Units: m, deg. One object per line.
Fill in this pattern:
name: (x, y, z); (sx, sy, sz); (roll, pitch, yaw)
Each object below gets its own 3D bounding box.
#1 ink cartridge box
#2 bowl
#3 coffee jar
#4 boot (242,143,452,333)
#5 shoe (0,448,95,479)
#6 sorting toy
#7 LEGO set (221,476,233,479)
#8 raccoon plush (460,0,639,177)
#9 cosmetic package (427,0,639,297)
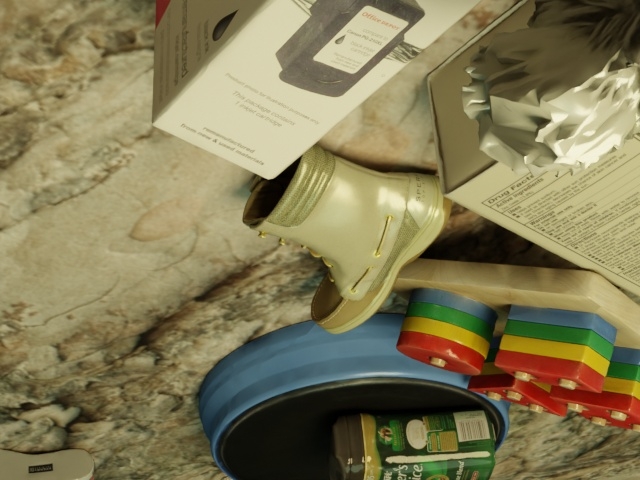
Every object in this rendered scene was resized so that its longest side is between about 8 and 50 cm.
ink cartridge box: (0.004, -0.177, 0.609); (0.100, 0.172, 0.237); (24, 135, -34)
bowl: (0.046, 0.223, 1.257); (0.391, 0.077, 0.391); (-3, 144, -2)
coffee jar: (0.100, 0.239, 1.152); (0.184, 0.079, 0.096); (-1, 144, -5)
boot: (0.000, 0.000, 0.940); (0.165, 0.077, 0.213); (14, 135, -26)
shoe: (-0.390, 0.321, 1.348); (0.178, 0.063, 0.081); (-1, 139, -13)
sorting toy: (0.210, 0.110, 1.007); (0.255, 0.089, 0.257); (4, 160, 46)
LEGO set: (-0.190, 0.400, 1.465); (0.227, 0.087, 0.093); (-23, 141, 21)
raccoon plush: (0.278, -0.125, 0.605); (0.446, 0.216, 0.299); (-33, 133, -3)
cosmetic package: (0.245, -0.068, 0.831); (0.296, 0.129, 0.153); (24, 137, -35)
